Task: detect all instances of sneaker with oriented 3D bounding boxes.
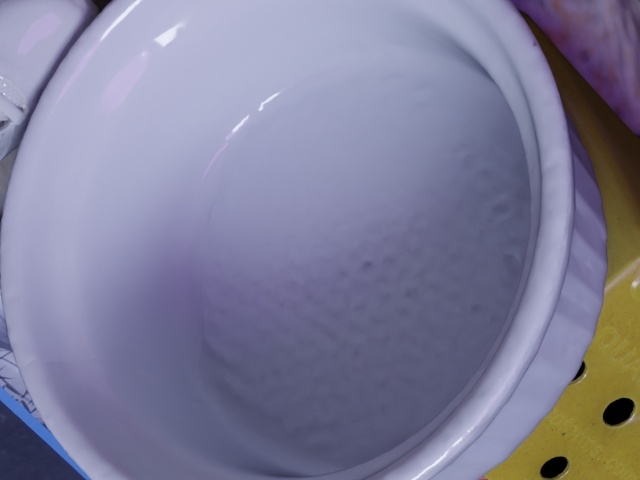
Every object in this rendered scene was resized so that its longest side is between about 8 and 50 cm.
[{"bbox_3d":[-0.189,-0.042,0.660,0.212,0.094,0.080,-38,124,7],"label":"sneaker"}]

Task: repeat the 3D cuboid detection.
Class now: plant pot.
[{"bbox_3d":[0.126,0.041,0.762,0.212,0.187,0.212,-43,124,12],"label":"plant pot"}]

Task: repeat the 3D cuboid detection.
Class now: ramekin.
[{"bbox_3d":[0.000,0.000,0.637,0.277,0.277,0.135,-43,153,11],"label":"ramekin"}]

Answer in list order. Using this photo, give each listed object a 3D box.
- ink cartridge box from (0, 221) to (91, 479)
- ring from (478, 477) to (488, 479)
[{"bbox_3d":[-0.119,0.139,0.802,0.165,0.065,0.333,-36,121,6],"label":"ink cartridge box"},{"bbox_3d":[0.105,0.267,0.998,0.336,0.032,0.337,-9,123,-14],"label":"ring"}]
